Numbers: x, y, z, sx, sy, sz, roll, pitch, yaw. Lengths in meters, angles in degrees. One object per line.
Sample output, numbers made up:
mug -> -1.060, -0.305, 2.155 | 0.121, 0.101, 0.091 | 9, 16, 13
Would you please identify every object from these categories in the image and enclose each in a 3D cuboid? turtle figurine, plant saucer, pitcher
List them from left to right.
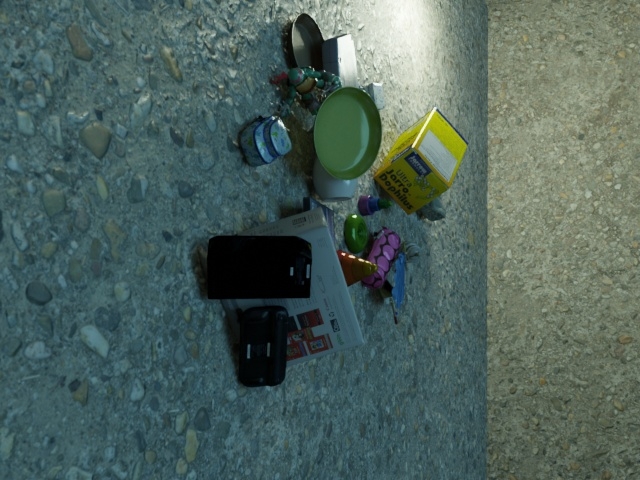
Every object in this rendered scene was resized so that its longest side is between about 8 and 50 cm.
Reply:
plant saucer -> -0.040, -0.525, 1.610 | 0.198, 0.036, 0.198 | 15, 73, -60
turtle figurine -> -0.030, -0.396, 1.507 | 0.118, 0.175, 0.234 | 69, 20, 5
pitcher -> 0.064, -0.217, 1.622 | 0.125, 0.177, 0.207 | 79, 7, -85
plant saucer -> 0.065, -0.278, 1.518 | 0.241, 0.037, 0.241 | -11, 107, -39

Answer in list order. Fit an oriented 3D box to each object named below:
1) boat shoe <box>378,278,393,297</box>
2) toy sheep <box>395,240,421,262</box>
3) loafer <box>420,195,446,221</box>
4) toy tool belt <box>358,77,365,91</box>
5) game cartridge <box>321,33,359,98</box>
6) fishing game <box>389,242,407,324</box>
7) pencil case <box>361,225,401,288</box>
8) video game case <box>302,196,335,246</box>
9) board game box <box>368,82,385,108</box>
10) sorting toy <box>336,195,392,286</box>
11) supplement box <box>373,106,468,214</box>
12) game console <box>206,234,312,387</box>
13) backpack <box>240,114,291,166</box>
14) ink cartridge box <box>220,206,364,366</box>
boat shoe -> 0.215, 0.147, 1.976 | 0.153, 0.048, 0.056 | 56, 41, -43
toy sheep -> 0.322, 0.044, 2.118 | 0.091, 0.132, 0.091 | -8, 108, -24
loafer -> 0.421, -0.175, 2.346 | 0.319, 0.112, 0.111 | 35, 44, -57
toy tool belt -> 0.117, -0.487, 1.877 | 0.051, 0.052, 0.083 | -39, 120, -66
game cartridge -> 0.066, -0.453, 1.732 | 0.198, 0.062, 0.297 | -46, 132, -58
fishing game -> 0.256, 0.136, 1.950 | 0.189, 0.041, 0.264 | 73, 26, -45
pencil case -> 0.192, 0.054, 1.904 | 0.098, 0.095, 0.209 | 72, 32, -42
video game case -> 0.000, 0.000, 1.557 | 0.274, 0.026, 0.196 | 19, 69, -77
board game box -> 0.200, -0.511, 2.063 | 0.090, 0.020, 0.090 | -22, 106, -60
sorting toy -> 0.148, -0.006, 1.796 | 0.127, 0.126, 0.365 | 60, 39, -38
supplement box -> 0.368, -0.291, 2.097 | 0.194, 0.195, 0.356 | 45, 41, -10
game console -> -0.133, 0.159, 1.235 | 0.044, 0.213, 0.361 | -109, -159, -67
backpack -> -0.128, -0.232, 1.364 | 0.114, 0.084, 0.105 | -49, 126, -49
ink cartridge box -> -0.076, 0.118, 1.318 | 0.130, 0.272, 0.309 | -106, 178, -67
